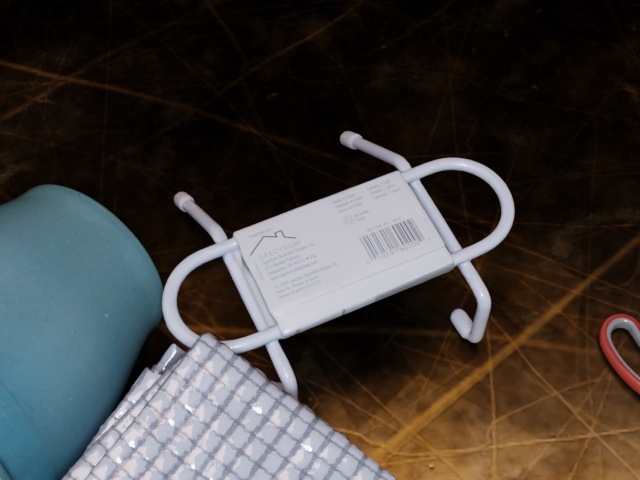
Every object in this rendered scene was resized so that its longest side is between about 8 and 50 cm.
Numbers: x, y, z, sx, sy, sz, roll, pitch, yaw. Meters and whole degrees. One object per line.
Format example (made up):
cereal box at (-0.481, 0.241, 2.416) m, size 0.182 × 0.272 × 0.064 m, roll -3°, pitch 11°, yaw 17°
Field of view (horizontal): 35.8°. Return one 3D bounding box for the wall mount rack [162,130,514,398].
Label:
wall mount rack at (0.000, 0.000, 0.983) m, size 0.350 × 0.130 × 0.304 m, roll -21°, pitch 60°, yaw -14°

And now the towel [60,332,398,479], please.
towel at (-0.101, 0.247, 0.797) m, size 0.235 × 0.121 × 0.284 m, roll 36°, pitch 66°, yaw 1°

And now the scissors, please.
scissors at (0.375, 0.170, 0.898) m, size 0.109 × 0.021 × 0.297 m, roll -26°, pitch 59°, yaw -14°

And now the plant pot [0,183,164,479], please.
plant pot at (-0.287, 0.090, 0.889) m, size 0.271 × 0.272 × 0.255 m, roll 23°, pitch 47°, yaw 20°
